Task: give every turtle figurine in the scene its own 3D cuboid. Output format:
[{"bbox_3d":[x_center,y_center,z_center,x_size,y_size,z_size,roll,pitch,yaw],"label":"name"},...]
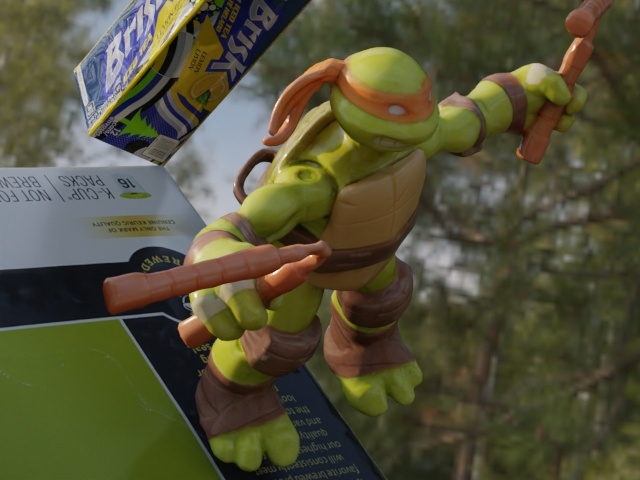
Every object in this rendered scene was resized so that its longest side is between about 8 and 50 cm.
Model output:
[{"bbox_3d":[0.000,0.000,0.642,0.087,0.269,0.217,39,-39,20],"label":"turtle figurine"}]

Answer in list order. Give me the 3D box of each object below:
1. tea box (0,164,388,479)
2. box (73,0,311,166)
[{"bbox_3d":[-0.163,0.149,0.735,0.329,0.323,0.220,-3,-44,-45],"label":"tea box"},{"bbox_3d":[-0.061,-0.121,0.866,0.054,0.059,0.169,23,-57,-38],"label":"box"}]
